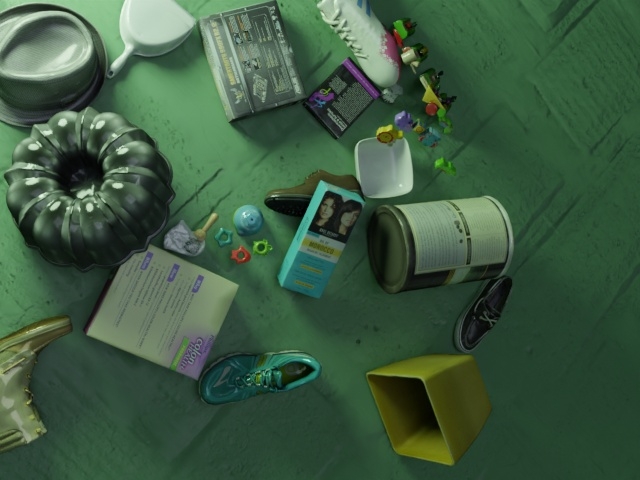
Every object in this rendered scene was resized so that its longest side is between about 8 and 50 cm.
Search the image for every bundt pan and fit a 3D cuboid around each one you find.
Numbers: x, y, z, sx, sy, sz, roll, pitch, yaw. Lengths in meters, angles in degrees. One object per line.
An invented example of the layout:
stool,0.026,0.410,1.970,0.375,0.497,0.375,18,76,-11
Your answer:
bundt pan,-0.452,-0.114,1.472,0.330,0.124,0.331,0,73,-1

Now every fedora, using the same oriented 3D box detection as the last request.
fedora,-0.551,-0.357,1.502,0.275,0.124,0.244,-21,96,-20

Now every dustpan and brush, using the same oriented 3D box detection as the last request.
dustpan and brush,-0.381,-0.426,1.612,0.147,0.060,0.211,39,69,-14

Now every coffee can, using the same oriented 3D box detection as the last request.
coffee can,0.274,0.007,1.765,0.275,0.201,0.202,-6,91,-21

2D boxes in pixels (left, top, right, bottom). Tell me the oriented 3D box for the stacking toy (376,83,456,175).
stacking toy,0.228,-0.257,1.800,0.221,0.052,0.167,27,47,-24

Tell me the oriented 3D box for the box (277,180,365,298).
box,0.000,0.000,1.687,0.100,0.060,0.244,19,107,-20

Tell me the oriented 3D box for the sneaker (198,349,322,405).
sneaker,-0.128,0.291,1.655,0.275,0.110,0.107,-11,93,-20

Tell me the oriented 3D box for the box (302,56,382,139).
box,0.051,-0.331,1.782,0.116,0.029,0.162,46,73,-13

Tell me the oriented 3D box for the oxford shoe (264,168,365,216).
oxford shoe,-0.020,-0.110,1.734,0.227,0.083,0.096,-5,63,-16

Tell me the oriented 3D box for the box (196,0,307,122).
box,-0.151,-0.396,1.692,0.183,0.056,0.231,-21,96,-19

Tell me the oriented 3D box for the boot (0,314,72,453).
boot,-0.573,0.282,1.493,0.261,0.095,0.204,-29,98,-17

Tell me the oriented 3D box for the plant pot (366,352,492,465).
plant pot,0.267,0.364,1.762,0.187,0.212,0.212,-25,97,-32

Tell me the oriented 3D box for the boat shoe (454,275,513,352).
boat shoe,0.402,0.177,1.880,0.077,0.070,0.219,33,78,-17

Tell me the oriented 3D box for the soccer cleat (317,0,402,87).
soccer cleat,0.068,-0.493,1.743,0.143,0.116,0.331,-22,89,-34

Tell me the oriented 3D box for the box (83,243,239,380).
box,-0.328,0.139,1.579,0.242,0.117,0.214,26,80,-17

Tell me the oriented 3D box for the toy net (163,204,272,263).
toy net,-0.226,-0.001,1.662,0.232,0.045,0.122,-13,95,-19

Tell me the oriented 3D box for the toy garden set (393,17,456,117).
toy garden set,0.245,-0.404,1.775,0.049,0.204,0.244,-24,101,24

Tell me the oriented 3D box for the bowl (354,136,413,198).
bowl,0.143,-0.170,1.800,0.141,0.053,0.142,-7,90,-21
